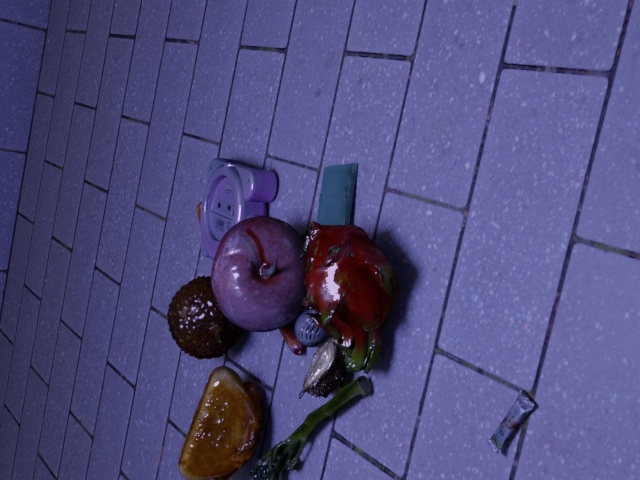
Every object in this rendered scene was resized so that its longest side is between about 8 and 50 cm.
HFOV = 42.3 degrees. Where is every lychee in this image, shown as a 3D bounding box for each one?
[{"bbox_3d":[-0.263,0.180,1.915,0.238,0.200,0.200,41,118,62],"label":"lychee"}]

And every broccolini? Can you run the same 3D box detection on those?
[{"bbox_3d":[-0.017,0.397,1.669,0.074,0.079,0.392,43,128,-2],"label":"broccolini"}]

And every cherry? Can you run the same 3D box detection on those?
[{"bbox_3d":[-0.122,0.072,1.718,0.285,0.212,0.236,-35,32,64],"label":"cherry"}]

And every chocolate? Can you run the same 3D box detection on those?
[{"bbox_3d":[0.001,0.149,1.667,0.167,0.072,0.072,-58,44,30],"label":"chocolate"}]

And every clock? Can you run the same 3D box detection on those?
[{"bbox_3d":[-0.206,-0.064,1.960,0.227,0.090,0.248,22,104,52],"label":"clock"}]

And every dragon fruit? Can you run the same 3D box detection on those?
[{"bbox_3d":[0.039,0.101,1.539,0.200,0.198,0.269,19,103,27],"label":"dragon fruit"}]

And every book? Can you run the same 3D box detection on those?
[{"bbox_3d":[0.032,-0.088,1.699,0.103,0.017,0.135,-1,79,53],"label":"book"}]

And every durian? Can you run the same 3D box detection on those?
[{"bbox_3d":[0.013,0.262,1.619,0.140,0.071,0.110,-57,7,-13],"label":"durian"}]

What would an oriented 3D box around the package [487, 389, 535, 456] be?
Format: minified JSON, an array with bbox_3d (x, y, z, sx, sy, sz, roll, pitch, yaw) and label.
[{"bbox_3d":[0.298,0.288,1.299,0.110,0.015,0.037,-64,36,22],"label":"package"}]

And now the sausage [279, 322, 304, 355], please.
[{"bbox_3d":[-0.067,0.199,1.780,0.034,0.034,0.129,-58,43,29],"label":"sausage"}]

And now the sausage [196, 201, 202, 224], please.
[{"bbox_3d":[-0.299,-0.057,2.125,0.031,0.031,0.107,-48,50,38],"label":"sausage"}]

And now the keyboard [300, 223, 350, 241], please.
[{"bbox_3d":[0.000,0.000,1.740,0.198,0.010,0.064,-25,64,49],"label":"keyboard"}]

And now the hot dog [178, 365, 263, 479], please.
[{"bbox_3d":[-0.206,0.415,1.830,0.150,0.153,0.257,-145,76,-80],"label":"hot dog"}]
